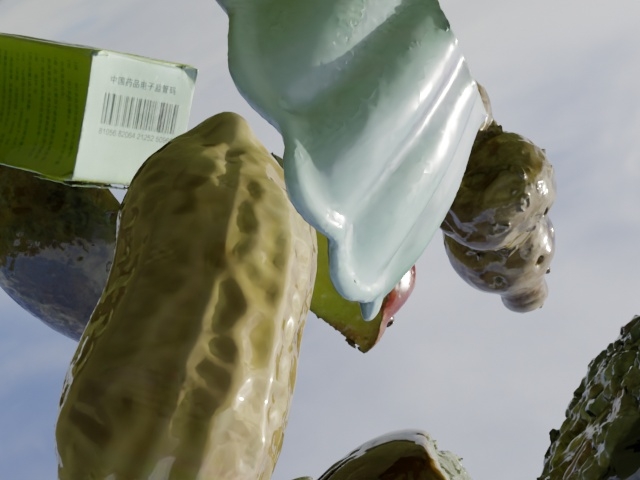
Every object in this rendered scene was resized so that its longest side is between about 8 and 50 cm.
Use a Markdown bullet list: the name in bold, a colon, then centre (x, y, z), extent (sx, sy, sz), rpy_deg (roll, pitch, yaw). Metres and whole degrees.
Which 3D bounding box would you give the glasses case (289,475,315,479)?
- **glasses case**: centre (-0.042, 0.289, 1.438), extent (0.083, 0.032, 0.021), rpy_deg (-31, -118, 20)

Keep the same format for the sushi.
- **sushi**: centre (0.422, 0.250, 1.412), extent (0.328, 0.285, 0.329), rpy_deg (-57, 175, -43)

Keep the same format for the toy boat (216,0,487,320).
- **toy boat**: centre (0.010, -0.102, 0.616), extent (0.100, 0.199, 0.290), rpy_deg (-24, -128, 6)

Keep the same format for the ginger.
- **ginger**: centre (0.231, -0.047, 1.728), extent (0.176, 0.375, 0.256), rpy_deg (-31, -137, -4)

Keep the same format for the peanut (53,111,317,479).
- **peanut**: centre (-0.078, 0.050, 0.805), extent (0.140, 0.153, 0.325), rpy_deg (10, -131, -2)

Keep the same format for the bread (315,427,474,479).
- **bread**: centre (0.093, 0.387, 1.680), extent (0.279, 0.225, 0.250), rpy_deg (-35, -170, 2)

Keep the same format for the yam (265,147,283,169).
- **yam**: centre (-0.057, -0.062, 1.783), extent (0.107, 0.183, 0.107), rpy_deg (-55, -166, 21)

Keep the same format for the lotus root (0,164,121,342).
- **lotus root**: centre (-0.362, 0.014, 1.836), extent (0.210, 0.314, 0.142), rpy_deg (-48, -156, -14)

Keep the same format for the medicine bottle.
- **medicine bottle**: centre (-0.261, -0.137, 1.313), extent (0.250, 0.141, 0.137), rpy_deg (15, -173, 42)

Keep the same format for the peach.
- **peach**: centre (0.004, 0.001, 1.631), extent (0.159, 0.267, 0.154), rpy_deg (-59, 171, 12)
